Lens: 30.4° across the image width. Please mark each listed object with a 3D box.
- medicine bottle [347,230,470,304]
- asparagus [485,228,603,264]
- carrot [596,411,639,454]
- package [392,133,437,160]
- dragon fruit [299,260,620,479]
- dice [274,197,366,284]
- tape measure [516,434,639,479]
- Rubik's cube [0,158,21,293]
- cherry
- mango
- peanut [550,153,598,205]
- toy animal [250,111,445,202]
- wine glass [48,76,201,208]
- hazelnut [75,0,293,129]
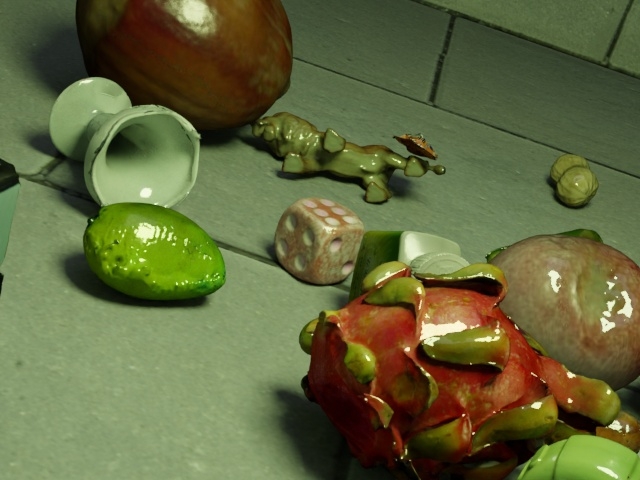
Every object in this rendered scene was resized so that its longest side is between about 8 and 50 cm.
[{"bbox_3d":[0.110,0.056,1.419,0.088,0.132,0.188,14,-5,-20],"label":"medicine bottle"},{"bbox_3d":[0.357,0.022,1.851,0.067,0.060,0.277,44,33,26],"label":"asparagus"},{"bbox_3d":[0.303,0.218,1.402,0.161,0.055,0.055,14,23,6],"label":"carrot"},{"bbox_3d":[0.158,-0.153,1.913,0.077,0.033,0.110,45,16,3],"label":"package"},{"bbox_3d":[0.133,0.153,1.227,0.307,0.243,0.227,48,-7,-11],"label":"dragon fruit"},{"bbox_3d":[0.000,0.000,1.591,0.094,0.091,0.093,-7,34,-44],"label":"dice"},{"bbox_3d":[0.262,0.264,1.137,0.177,0.154,0.087,13,29,23],"label":"tape measure"},{"bbox_3d":[-0.444,0.045,0.927,0.288,0.283,0.293,26,28,13],"label":"Rubik's cube"},{"bbox_3d":[0.291,0.105,1.460,0.239,0.239,0.206,8,57,-24],"label":"cherry"},{"bbox_3d":[-0.198,0.019,1.403,0.178,0.100,0.119,19,58,-20],"label":"mango"},{"bbox_3d":[0.479,-0.118,2.226,0.082,0.082,0.187,16,23,-6],"label":"peanut"},{"bbox_3d":[0.035,-0.143,1.933,0.312,0.097,0.157,15,18,-12],"label":"toy animal"},{"bbox_3d":[-0.274,-0.136,1.608,0.165,0.165,0.196,0,26,-36],"label":"wine glass"},{"bbox_3d":[-0.216,-0.338,1.884,0.365,0.366,0.366,16,24,-7],"label":"hazelnut"}]
